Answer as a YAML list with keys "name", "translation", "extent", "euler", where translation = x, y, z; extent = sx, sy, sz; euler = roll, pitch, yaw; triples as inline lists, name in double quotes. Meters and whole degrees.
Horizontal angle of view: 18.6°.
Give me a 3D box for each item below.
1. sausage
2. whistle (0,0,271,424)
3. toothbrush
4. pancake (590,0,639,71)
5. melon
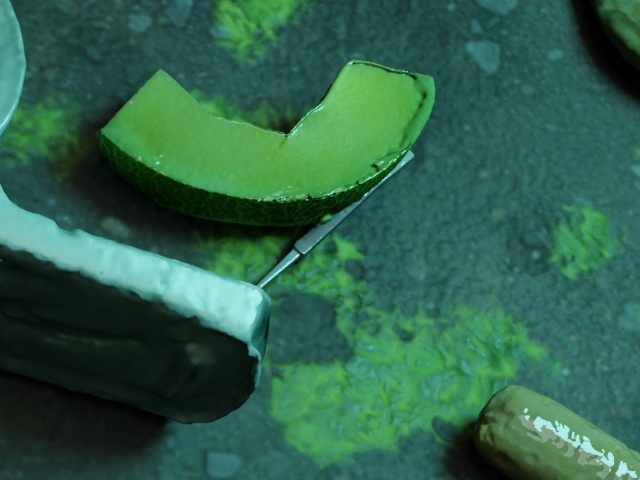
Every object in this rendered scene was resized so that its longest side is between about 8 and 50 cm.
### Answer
- name: "sausage"
  translation: [0.226, 0.189, 1.219]
  extent: [0.301, 0.066, 0.066]
  euler: [36, 57, -3]
- name: "whistle"
  translation: [-0.221, -0.018, 1.083]
  extent: [0.405, 0.168, 0.188]
  euler: [45, 56, 5]
- name: "toothbrush"
  translation: [-0.001, -0.002, 1.254]
  extent: [0.017, 0.014, 0.194]
  euler: [42, 57, 4]
- name: "pancake"
  translation: [0.297, -0.185, 1.451]
  extent: [0.241, 0.050, 0.242]
  euler: [10, 52, -14]
- name: "melon"
  translation: [-0.036, -0.061, 1.236]
  extent: [0.209, 0.064, 0.118]
  euler: [8, 60, -8]
